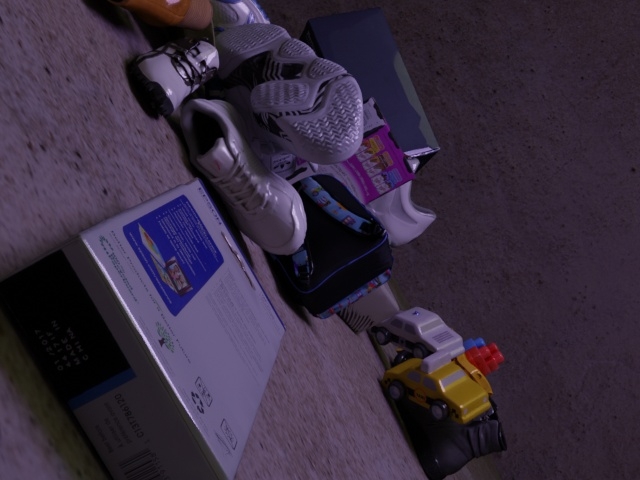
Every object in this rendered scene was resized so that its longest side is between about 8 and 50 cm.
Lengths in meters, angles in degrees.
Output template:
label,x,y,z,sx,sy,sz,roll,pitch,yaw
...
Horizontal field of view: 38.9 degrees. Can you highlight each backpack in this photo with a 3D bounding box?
label,x,y,z,sx,sy,sz,roll,pitch,yaw
backpack,0.000,0.000,1.270,0.173,0.158,0.117,51,-8,35

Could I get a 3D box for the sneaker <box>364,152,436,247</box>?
label,x,y,z,sx,sy,sz,roll,pitch,yaw
sneaker,0.096,-0.144,1.657,0.331,0.146,0.122,57,10,-15

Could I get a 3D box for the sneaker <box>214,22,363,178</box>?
label,x,y,z,sx,sy,sz,roll,pitch,yaw
sneaker,-0.040,-0.149,1.254,0.366,0.137,0.210,-129,-155,-49

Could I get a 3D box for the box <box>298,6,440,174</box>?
label,x,y,z,sx,sy,sz,roll,pitch,yaw
box,0.063,-0.263,1.950,0.343,0.178,0.312,69,-23,12

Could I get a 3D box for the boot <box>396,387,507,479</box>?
label,x,y,z,sx,sy,sz,roll,pitch,yaw
boot,0.234,0.308,1.625,0.083,0.161,0.247,55,9,-41

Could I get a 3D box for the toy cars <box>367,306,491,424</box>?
label,x,y,z,sx,sy,sz,roll,pitch,yaw
toy cars,0.191,0.200,1.647,0.394,0.176,0.087,-101,-169,-70

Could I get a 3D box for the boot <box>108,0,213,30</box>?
label,x,y,z,sx,sy,sz,roll,pitch,yaw
boot,-0.264,-0.385,1.125,0.295,0.104,0.211,51,16,14

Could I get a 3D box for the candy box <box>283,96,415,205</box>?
label,x,y,z,sx,sy,sz,roll,pitch,yaw
candy box,0.020,-0.113,1.485,0.159,0.233,0.071,53,11,-52

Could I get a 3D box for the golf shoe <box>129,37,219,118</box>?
label,x,y,z,sx,sy,sz,roll,pitch,yaw
golf shoe,-0.171,-0.211,1.095,0.077,0.093,0.198,59,9,-24

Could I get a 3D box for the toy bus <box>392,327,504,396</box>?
label,x,y,z,sx,sy,sz,roll,pitch,yaw
toy bus,0.277,0.285,1.838,0.149,0.211,0.220,58,9,-30

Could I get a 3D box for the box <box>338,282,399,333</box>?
label,x,y,z,sx,sy,sz,roll,pitch,yaw
box,0.040,0.051,1.545,0.275,0.094,0.113,50,12,-55

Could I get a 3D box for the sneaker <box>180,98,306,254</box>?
label,x,y,z,sx,sy,sz,roll,pitch,yaw
sneaker,-0.107,-0.077,1.112,0.232,0.090,0.115,53,12,11

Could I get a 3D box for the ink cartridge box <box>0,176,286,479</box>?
label,x,y,z,sx,sy,sz,roll,pitch,yaw
ink cartridge box,-0.102,0.053,0.646,0.165,0.065,0.333,60,8,-5

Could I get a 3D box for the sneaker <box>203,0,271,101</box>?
label,x,y,z,sx,sy,sz,roll,pitch,yaw
sneaker,-0.133,-0.270,1.408,0.111,0.131,0.296,9,-39,41

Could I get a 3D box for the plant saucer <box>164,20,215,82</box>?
label,x,y,z,sx,sy,sz,roll,pitch,yaw
plant saucer,-0.204,-0.344,1.312,0.241,0.037,0.241,165,-90,-74
